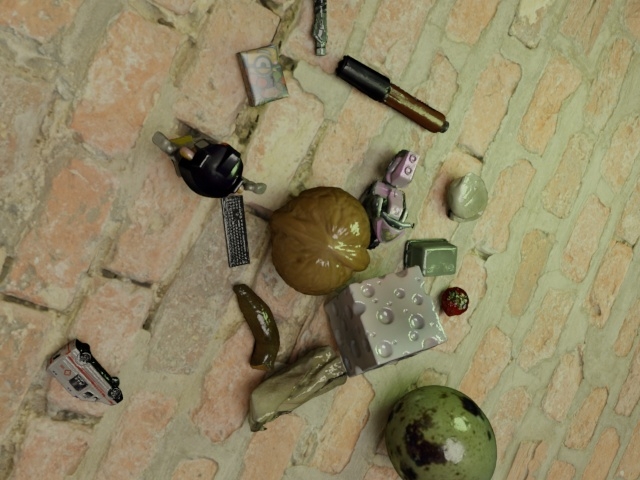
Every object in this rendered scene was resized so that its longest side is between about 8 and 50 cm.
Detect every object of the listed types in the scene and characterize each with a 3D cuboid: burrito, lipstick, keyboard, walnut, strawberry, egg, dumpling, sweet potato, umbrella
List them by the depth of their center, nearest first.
[{"bbox_3d":[0.000,0.000,1.622,0.332,0.333,0.333,-5,102,-24],"label":"walnut"},{"bbox_3d":[-0.004,-0.615,1.656,0.050,0.046,0.188,-3,106,-14],"label":"umbrella"},{"bbox_3d":[-0.241,-0.025,1.681,0.067,0.011,0.202,-11,105,-24],"label":"keyboard"},{"bbox_3d":[-0.183,0.255,1.723,0.112,0.085,0.286,-21,108,-15],"label":"sweet potato"},{"bbox_3d":[-0.083,0.442,1.776,0.331,0.190,0.135,-26,75,-21],"label":"burrito"},{"bbox_3d":[0.225,-0.429,1.781,0.418,0.077,0.077,23,90,-28],"label":"lipstick"},{"bbox_3d":[0.402,0.667,1.935,0.345,0.345,0.428,-50,119,-8],"label":"egg"},{"bbox_3d":[0.483,-0.141,1.946,0.150,0.092,0.177,-4,103,-21],"label":"dumpling"},{"bbox_3d":[0.452,0.210,2.010,0.106,0.106,0.106,-5,102,-24],"label":"strawberry"}]

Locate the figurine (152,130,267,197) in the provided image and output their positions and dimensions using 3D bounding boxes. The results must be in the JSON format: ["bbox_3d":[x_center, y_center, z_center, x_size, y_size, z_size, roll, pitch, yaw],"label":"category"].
[{"bbox_3d":[-0.277,-0.182,1.485,0.308,0.308,0.143,6,103,-26],"label":"figurine"}]

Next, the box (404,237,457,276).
[{"bbox_3d":[0.367,0.061,1.934,0.172,0.093,0.124,-4,101,-24],"label":"box"}]

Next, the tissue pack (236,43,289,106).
[{"bbox_3d":[-0.156,-0.448,1.608,0.108,0.060,0.148,-20,107,-19],"label":"tissue pack"}]

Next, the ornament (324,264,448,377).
[{"bbox_3d":[0.185,0.243,1.759,0.239,0.239,0.240,-13,74,-22],"label":"ornament"}]

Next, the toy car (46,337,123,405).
[{"bbox_3d":[-0.610,0.362,1.545,0.108,0.089,0.210,-38,111,-13],"label":"toy car"}]

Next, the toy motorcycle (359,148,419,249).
[{"bbox_3d":[0.217,-0.119,1.775,0.143,0.188,0.327,23,90,-20],"label":"toy motorcycle"}]
